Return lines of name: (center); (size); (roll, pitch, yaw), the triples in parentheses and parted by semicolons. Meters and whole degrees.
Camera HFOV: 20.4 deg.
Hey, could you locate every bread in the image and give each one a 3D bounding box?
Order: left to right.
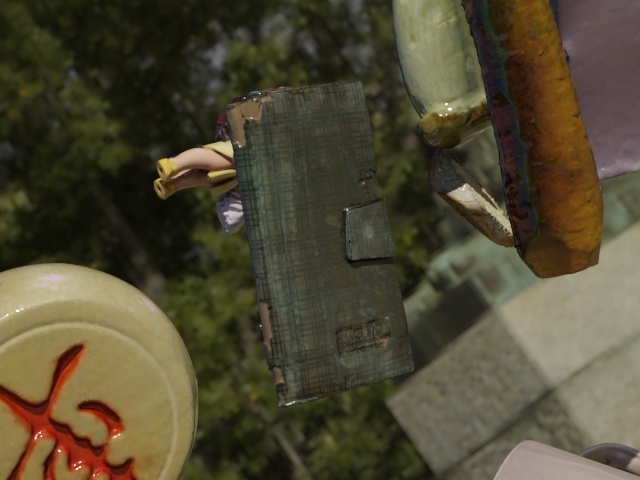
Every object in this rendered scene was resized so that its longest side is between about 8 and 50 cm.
bread: (0.171, -0.045, 2.044); (0.044, 0.126, 0.129); (-41, -41, 6)

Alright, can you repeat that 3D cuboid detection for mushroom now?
mushroom: (0.128, -0.268, 1.968); (0.107, 0.333, 0.087); (-10, 2, -38)

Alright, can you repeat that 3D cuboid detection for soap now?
soap: (0.372, -0.227, 1.953); (0.285, 0.107, 0.296); (-11, -62, -13)

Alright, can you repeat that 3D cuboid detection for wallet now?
wallet: (0.000, 0.000, 1.817); (0.169, 0.317, 0.044); (-11, 3, -33)

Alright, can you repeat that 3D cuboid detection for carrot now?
carrot: (0.127, -0.129, 1.166); (0.066, 0.314, 0.066); (-15, 10, 3)

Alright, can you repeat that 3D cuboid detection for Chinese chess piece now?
Chinese chess piece: (-0.221, 0.143, 1.461); (0.251, 0.251, 0.097); (-32, 24, -13)

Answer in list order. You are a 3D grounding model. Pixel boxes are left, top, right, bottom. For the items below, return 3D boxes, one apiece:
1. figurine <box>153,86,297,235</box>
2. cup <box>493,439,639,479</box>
figurine: (-0.096, -0.111, 2.237); (0.240, 0.116, 0.175); (-35, -18, -31)
cup: (0.352, 0.354, 2.169); (0.288, 0.273, 0.208); (-61, -25, -24)
